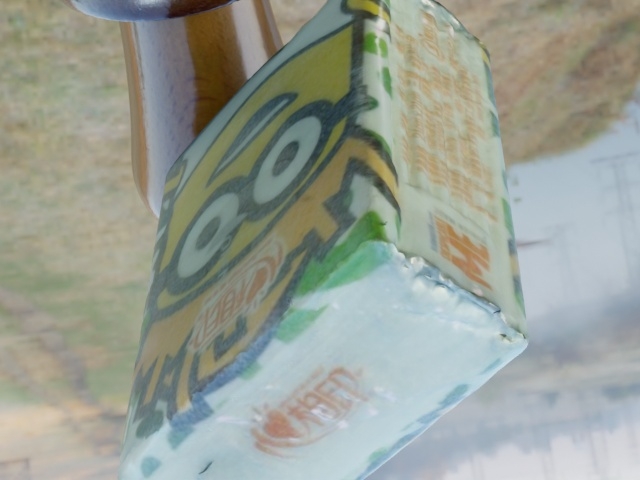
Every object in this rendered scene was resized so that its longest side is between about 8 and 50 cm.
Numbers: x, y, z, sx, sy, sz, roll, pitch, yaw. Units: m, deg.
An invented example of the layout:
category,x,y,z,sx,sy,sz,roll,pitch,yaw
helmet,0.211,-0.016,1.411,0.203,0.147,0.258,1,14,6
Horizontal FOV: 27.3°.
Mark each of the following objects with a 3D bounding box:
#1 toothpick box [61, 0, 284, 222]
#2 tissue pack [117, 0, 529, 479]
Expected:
category,x,y,z,sx,sy,sz,roll,pitch,yaw
toothpick box,-0.089,-0.150,0.985,0.192,0.192,0.294,-9,129,3
tissue pack,0.000,0.000,0.791,0.128,0.310,0.228,34,120,-21
